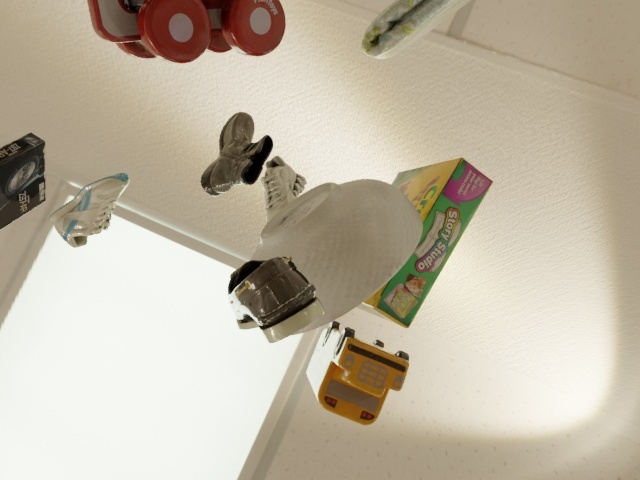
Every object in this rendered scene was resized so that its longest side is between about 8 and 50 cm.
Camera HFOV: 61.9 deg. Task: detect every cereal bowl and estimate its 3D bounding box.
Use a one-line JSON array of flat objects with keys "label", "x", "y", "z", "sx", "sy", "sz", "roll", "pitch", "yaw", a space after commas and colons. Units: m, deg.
[{"label": "cereal bowl", "x": 0.000, "y": 0.000, "z": 0.929, "sx": 0.339, "sy": 0.339, "sz": 0.141, "roll": -36, "pitch": -72, "yaw": -1}]

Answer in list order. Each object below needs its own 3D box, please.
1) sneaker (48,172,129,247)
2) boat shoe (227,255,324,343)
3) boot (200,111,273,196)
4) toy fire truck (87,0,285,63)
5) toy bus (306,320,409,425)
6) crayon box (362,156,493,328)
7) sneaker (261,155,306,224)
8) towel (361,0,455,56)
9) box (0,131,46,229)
[{"label": "sneaker", "x": -0.488, "y": -0.069, "z": 1.165, "sx": 0.228, "sy": 0.087, "sz": 0.092, "roll": -32, "pitch": -86, "yaw": 25}, {"label": "boat shoe", "x": -0.058, "y": 0.051, "z": 0.557, "sx": 0.081, "sy": 0.228, "sz": 0.069, "roll": -30, "pitch": -84, "yaw": -17}, {"label": "boot", "x": -0.161, "y": -0.206, "z": 1.202, "sx": 0.161, "sy": 0.083, "sz": 0.246, "roll": -11, "pitch": -130, "yaw": 39}, {"label": "toy fire truck", "x": -0.196, "y": -0.403, "z": 0.786, "sx": 0.302, "sy": 0.169, "sz": 0.254, "roll": -18, "pitch": -62, "yaw": -32}, {"label": "toy bus", "x": 0.051, "y": 0.221, "z": 0.921, "sx": 0.108, "sy": 0.332, "sz": 0.130, "roll": 24, "pitch": -97, "yaw": -3}, {"label": "crayon box", "x": 0.190, "y": -0.001, "z": 1.228, "sx": 0.106, "sy": 0.313, "sz": 0.363, "roll": 33, "pitch": -98, "yaw": -13}, {"label": "sneaker", "x": -0.108, "y": -0.114, "z": 1.360, "sx": 0.110, "sy": 0.292, "sz": 0.118, "roll": -26, "pitch": -59, "yaw": 16}, {"label": "towel", "x": 0.262, "y": -0.557, "z": 1.237, "sx": 0.374, "sy": 0.320, "sz": 0.090, "roll": -34, "pitch": -83, "yaw": 18}, {"label": "box", "x": -0.299, "y": -0.055, "z": 0.517, "sx": 0.018, "sy": 0.083, "sz": 0.067, "roll": 32, "pitch": -138, "yaw": 5}]
